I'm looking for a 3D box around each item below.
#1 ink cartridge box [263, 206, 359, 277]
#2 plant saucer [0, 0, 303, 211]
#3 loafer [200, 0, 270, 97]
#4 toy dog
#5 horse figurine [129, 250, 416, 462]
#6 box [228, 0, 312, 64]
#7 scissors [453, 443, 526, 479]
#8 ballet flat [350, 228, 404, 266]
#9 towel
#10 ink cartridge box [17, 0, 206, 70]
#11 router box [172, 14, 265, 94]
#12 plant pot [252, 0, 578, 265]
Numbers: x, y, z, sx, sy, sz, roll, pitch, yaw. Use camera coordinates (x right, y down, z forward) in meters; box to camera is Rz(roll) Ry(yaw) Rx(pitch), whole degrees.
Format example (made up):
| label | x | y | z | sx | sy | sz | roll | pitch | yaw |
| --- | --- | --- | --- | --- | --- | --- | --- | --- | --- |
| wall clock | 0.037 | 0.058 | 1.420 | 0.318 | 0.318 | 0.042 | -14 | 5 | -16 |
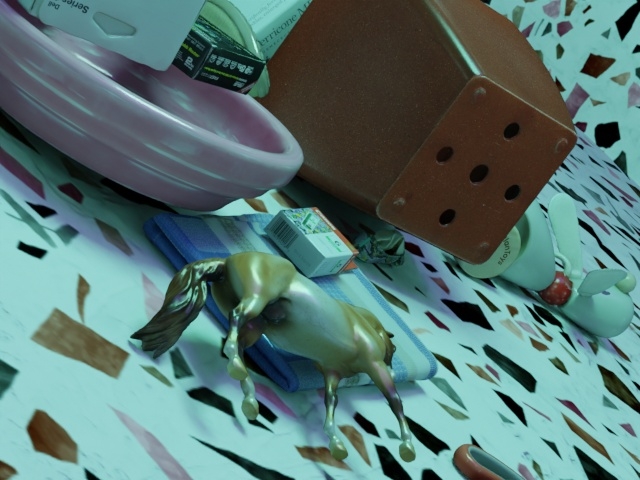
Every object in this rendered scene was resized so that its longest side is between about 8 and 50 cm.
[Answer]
| label | x | y | z | sx | sy | sz | roll | pitch | yaw |
| --- | --- | --- | --- | --- | --- | --- | --- | --- | --- |
| ink cartridge box | 0.000 | 0.000 | 1.539 | 0.063 | 0.029 | 0.115 | 47 | 20 | 16 |
| plant saucer | -0.175 | -0.125 | 1.466 | 0.332 | 0.084 | 0.332 | 30 | 13 | -8 |
| loafer | -0.150 | -0.224 | 1.807 | 0.268 | 0.092 | 0.102 | 43 | -22 | 38 |
| toy dog | 0.287 | -0.010 | 2.102 | 0.334 | 0.161 | 0.220 | 20 | 25 | -49 |
| horse figurine | -0.021 | 0.077 | 1.296 | 0.263 | 0.066 | 0.174 | 27 | 35 | -29 |
| box | -0.056 | -0.279 | 1.930 | 0.182 | 0.181 | 0.119 | 41 | -14 | 40 |
| scissors | 0.238 | 0.274 | 1.481 | 0.297 | 0.021 | 0.109 | 33 | 15 | -17 |
| ballet flat | 0.070 | 0.006 | 1.797 | 0.041 | 0.041 | 0.114 | 46 | 17 | 20 |
| towel | -0.020 | 0.054 | 1.481 | 0.209 | 0.034 | 0.285 | 48 | 20 | 20 |
| ink cartridge box | -0.211 | -0.245 | 1.441 | 0.153 | 0.087 | 0.208 | 19 | 18 | -43 |
| router box | -0.122 | -0.185 | 1.539 | 0.122 | 0.038 | 0.092 | 38 | 13 | 27 |
| plant pot | 0.112 | -0.126 | 1.802 | 0.267 | 0.267 | 0.236 | 25 | 17 | -40 |
